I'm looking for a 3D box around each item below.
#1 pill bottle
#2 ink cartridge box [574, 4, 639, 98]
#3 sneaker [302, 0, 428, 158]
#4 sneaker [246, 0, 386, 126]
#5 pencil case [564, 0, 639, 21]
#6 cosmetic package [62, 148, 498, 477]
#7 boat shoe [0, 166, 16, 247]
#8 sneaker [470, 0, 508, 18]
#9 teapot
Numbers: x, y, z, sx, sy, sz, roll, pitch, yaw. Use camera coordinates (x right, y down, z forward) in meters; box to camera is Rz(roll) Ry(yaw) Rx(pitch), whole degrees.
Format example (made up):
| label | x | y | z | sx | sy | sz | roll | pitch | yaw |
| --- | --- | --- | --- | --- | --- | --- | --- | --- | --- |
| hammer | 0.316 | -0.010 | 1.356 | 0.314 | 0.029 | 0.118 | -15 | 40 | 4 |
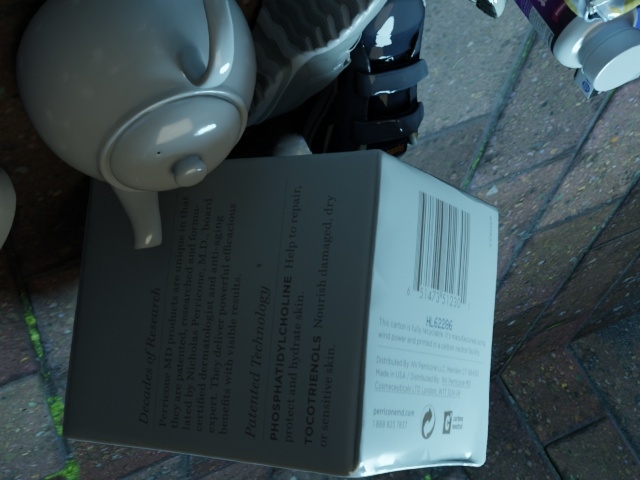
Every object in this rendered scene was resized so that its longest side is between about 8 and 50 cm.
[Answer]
| label | x | y | z | sx | sy | sz | roll | pitch | yaw |
| --- | --- | --- | --- | --- | --- | --- | --- | --- | --- |
| pill bottle | 0.306 | -0.275 | 1.244 | 0.108 | 0.193 | 0.108 | -24 | 156 | -12 |
| ink cartridge box | 0.448 | -0.299 | 1.541 | 0.097 | 0.046 | 0.207 | -24 | 156 | -13 |
| sneaker | 0.070 | -0.177 | 1.271 | 0.126 | 0.127 | 0.321 | -17 | 153 | -22 |
| sneaker | -0.006 | -0.229 | 1.133 | 0.115 | 0.105 | 0.281 | -17 | 166 | -44 |
| pencil case | 0.272 | -0.344 | 1.068 | 0.124 | 0.113 | 0.273 | -56 | 145 | -10 |
| cosmetic package | -0.036 | 0.091 | 1.242 | 0.394 | 0.327 | 0.329 | -1 | 171 | 32 |
| boat shoe | -0.453 | 0.016 | 1.089 | 0.306 | 0.113 | 0.105 | -27 | 173 | 19 |
| sneaker | 0.175 | -0.350 | 1.104 | 0.118 | 0.107 | 0.279 | -48 | 159 | -2 |
| teapot | -0.158 | -0.137 | 1.016 | 0.252 | 0.187 | 0.256 | -33 | 155 | 9 |
